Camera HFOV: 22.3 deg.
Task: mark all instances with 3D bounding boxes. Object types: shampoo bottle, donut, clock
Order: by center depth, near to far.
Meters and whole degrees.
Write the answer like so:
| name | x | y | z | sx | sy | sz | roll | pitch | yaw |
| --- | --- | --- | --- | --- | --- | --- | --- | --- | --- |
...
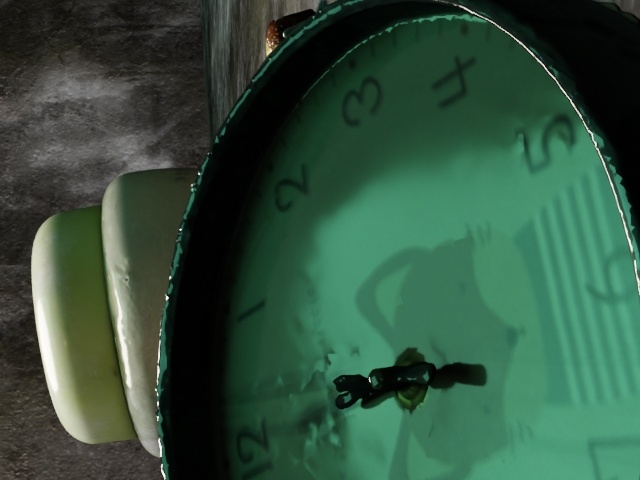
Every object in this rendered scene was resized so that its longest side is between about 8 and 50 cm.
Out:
| name | x | y | z | sx | sy | sz | roll | pitch | yaw |
| --- | --- | --- | --- | --- | --- | --- | --- | --- | --- |
| clock | 0.041 | 0.055 | 0.648 | 0.325 | 0.067 | 0.325 | -10 | 78 | 53 |
| donut | -0.025 | -0.181 | 1.710 | 0.140 | 0.059 | 0.140 | 175 | 90 | -85 |
| shampoo bottle | -0.150 | 0.076 | 1.811 | 0.322 | 0.317 | 0.322 | 168 | 90 | -88 |

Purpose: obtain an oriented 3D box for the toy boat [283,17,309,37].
| name | x | y | z | sx | sy | sz | roll | pitch | yaw |
| --- | --- | --- | --- | --- | --- | --- | --- | --- | --- |
| toy boat | 0.020 | -0.109 | 0.938 | 0.210 | 0.070 | 0.291 | -36 | -31 | -48 |
